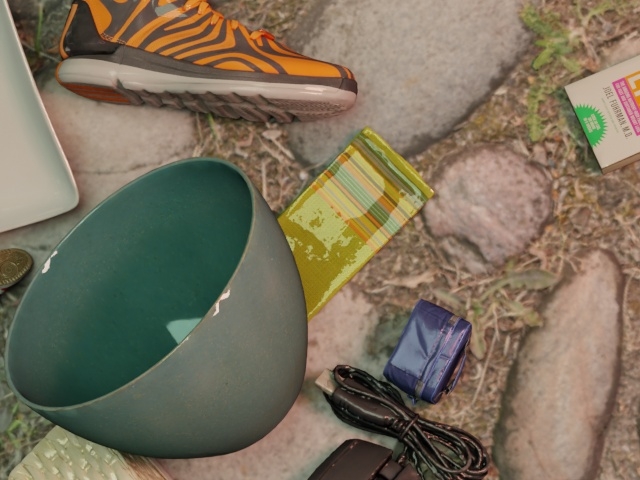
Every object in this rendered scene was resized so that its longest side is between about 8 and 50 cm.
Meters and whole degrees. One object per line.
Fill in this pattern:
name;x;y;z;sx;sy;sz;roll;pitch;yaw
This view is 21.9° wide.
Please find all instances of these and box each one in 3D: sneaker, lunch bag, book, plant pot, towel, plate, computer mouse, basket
sneaker;-0.111;-0.224;1.681;0.321;0.124;0.180;9;82;11
sneaker;-0.350;0.058;1.716;0.042;0.067;0.118;42;58;17
lunch bag;0.108;0.114;1.608;0.065;0.067;0.098;25;84;13
book;0.328;-0.138;1.641;0.144;0.035;0.096;-24;72;6
plant pot;-0.124;0.094;1.559;0.290;0.195;0.290;-27;36;22
towel;0.000;0.000;1.672;0.237;0.021;0.102;-46;75;-1
plate;-0.416;-0.125;1.717;0.277;0.045;0.278;-18;97;10
computer mouse;0.020;0.268;1.591;0.188;0.072;0.272;32;86;13
basket;-0.208;0.256;1.596;0.113;0.103;0.167;-46;61;1
